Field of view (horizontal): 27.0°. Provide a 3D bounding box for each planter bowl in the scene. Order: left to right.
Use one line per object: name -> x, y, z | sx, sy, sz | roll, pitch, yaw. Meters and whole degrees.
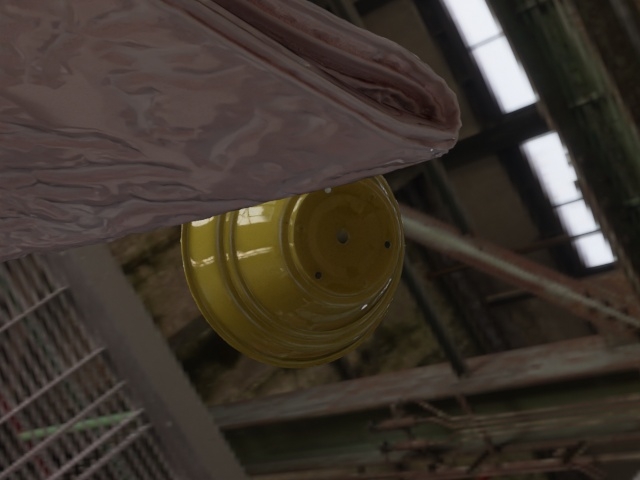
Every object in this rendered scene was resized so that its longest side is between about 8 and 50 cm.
planter bowl -> 0.000, 0.000, 1.122 | 0.217, 0.090, 0.217 | 2, -95, -29

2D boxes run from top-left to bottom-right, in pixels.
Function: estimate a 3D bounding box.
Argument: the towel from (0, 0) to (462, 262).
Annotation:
towel -> -0.160, -0.065, 0.555 | 0.317, 0.332, 0.053 | 24, -117, -49
